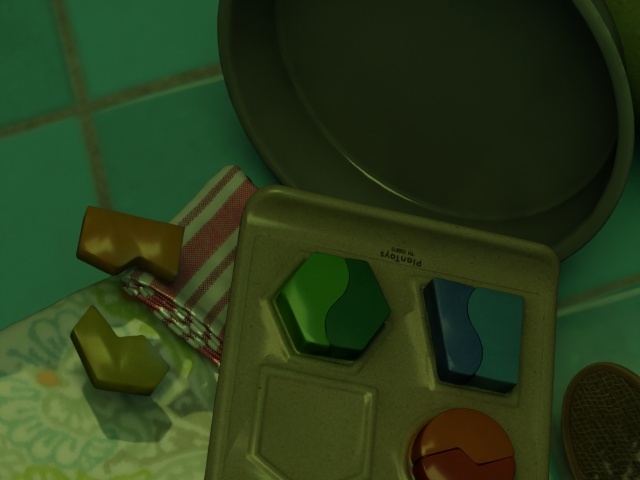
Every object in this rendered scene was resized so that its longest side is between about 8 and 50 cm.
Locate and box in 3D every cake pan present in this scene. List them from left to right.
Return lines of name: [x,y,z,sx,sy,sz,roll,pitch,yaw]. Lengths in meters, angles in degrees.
cake pan: [0.071,-0.107,1.096,0.293,0.293,0.054,27,45,14]

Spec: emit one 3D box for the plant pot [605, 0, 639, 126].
plant pot: [0.290,-0.145,1.116,0.276,0.276,0.254,-39,81,-13]

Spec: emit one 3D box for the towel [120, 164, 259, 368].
towel: [-0.017,0.044,1.092,0.197,0.029,0.144,39,41,-2]

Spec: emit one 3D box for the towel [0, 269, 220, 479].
towel: [-0.167,0.217,1.040,0.374,0.090,0.320,-27,71,-14]

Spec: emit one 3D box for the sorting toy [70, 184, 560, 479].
sorting toy: [-0.002,0.079,1.019,0.307,0.041,0.229,12,68,-11]

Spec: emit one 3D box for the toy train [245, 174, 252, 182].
toy train: [0.000,0.000,1.170,0.158,0.036,0.027,25,47,15]

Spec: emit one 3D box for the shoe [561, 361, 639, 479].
shoe: [0.219,0.177,1.073,0.076,0.058,0.219,-31,63,11]
